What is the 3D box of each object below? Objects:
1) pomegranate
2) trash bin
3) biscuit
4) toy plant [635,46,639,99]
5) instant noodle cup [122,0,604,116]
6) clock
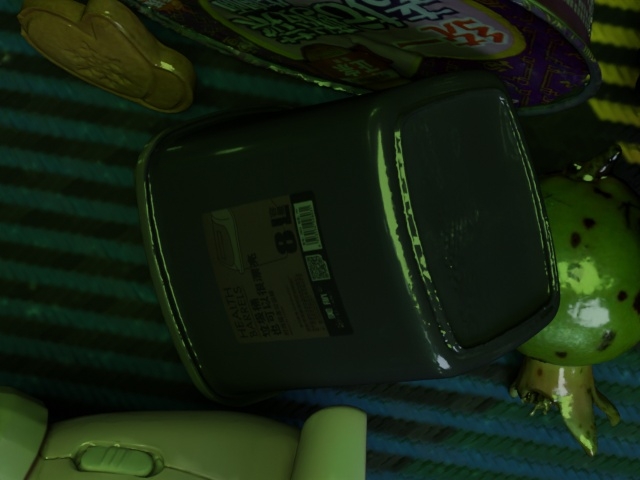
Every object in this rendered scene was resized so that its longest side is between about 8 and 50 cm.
[{"bbox_3d":[0.192,0.046,0.787,0.156,0.156,0.220,-23,111,0],"label":"pomegranate"},{"bbox_3d":[0.000,0.000,0.728,0.182,0.290,0.209,-18,96,-42],"label":"trash bin"},{"bbox_3d":[-0.156,-0.138,0.777,0.140,0.118,0.023,23,69,-1],"label":"biscuit"},{"bbox_3d":[0.323,-0.099,0.765,0.218,0.175,0.235,-10,101,-31],"label":"toy plant"},{"bbox_3d":[0.040,-0.256,0.682,0.340,0.340,0.265,15,86,-3],"label":"instant noodle cup"},{"bbox_3d":[-0.128,0.246,0.732,0.326,0.184,0.342,0,121,2],"label":"clock"}]
